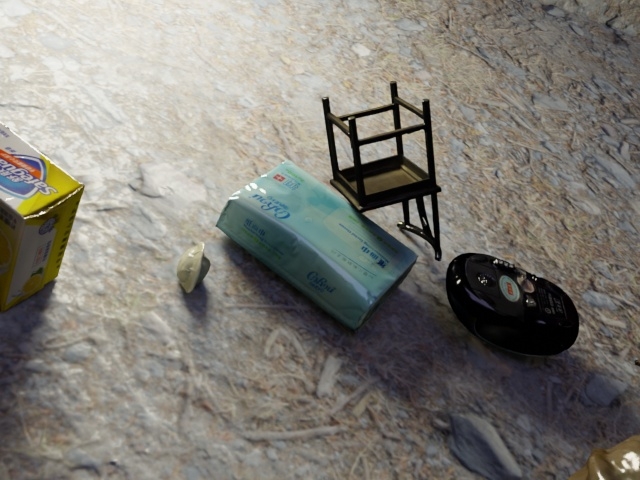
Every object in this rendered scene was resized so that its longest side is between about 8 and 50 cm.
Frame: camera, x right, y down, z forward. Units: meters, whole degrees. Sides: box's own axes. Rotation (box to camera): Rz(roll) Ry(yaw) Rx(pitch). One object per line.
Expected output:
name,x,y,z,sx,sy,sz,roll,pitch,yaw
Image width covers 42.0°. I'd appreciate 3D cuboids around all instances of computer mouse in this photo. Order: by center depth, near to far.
computer mouse,0.288,0.107,1.297,0.233,0.096,0.137,23,44,-13

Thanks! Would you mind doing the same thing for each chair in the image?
chair,0.100,-0.097,1.293,0.142,0.260,0.154,-15,26,-12

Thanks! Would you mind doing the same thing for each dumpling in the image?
dumpling,-0.170,0.030,1.136,0.043,0.059,0.077,38,37,-1

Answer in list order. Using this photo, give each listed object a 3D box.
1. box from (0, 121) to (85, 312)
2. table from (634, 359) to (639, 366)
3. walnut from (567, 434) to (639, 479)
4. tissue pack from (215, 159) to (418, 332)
box,-0.427,-0.062,1.004,0.265,0.168,0.097,38,38,9
table,0.554,0.252,1.270,0.111,0.121,0.240,25,38,-3
walnut,0.390,0.346,1.001,0.224,0.224,0.224,16,40,-14
tissue pack,0.000,0.000,1.247,0.263,0.089,0.177,36,39,11
